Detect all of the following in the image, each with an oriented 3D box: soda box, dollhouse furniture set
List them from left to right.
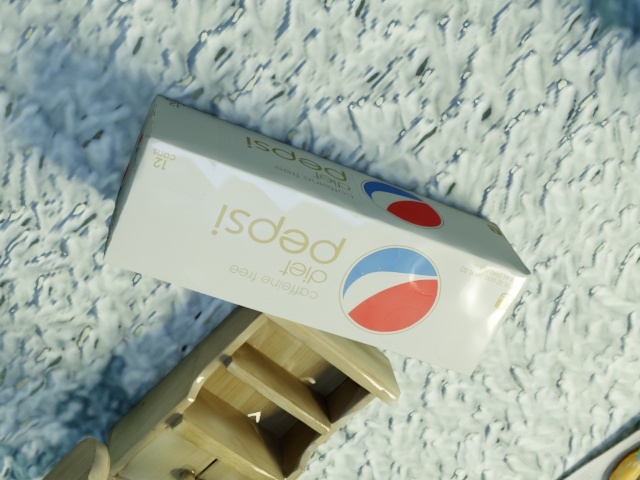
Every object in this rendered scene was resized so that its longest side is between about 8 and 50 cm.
[{"bbox_3d":[-0.034,0.153,0.409,0.212,0.242,0.161,39,106,-24],"label":"dollhouse furniture set"},{"bbox_3d":[0.000,0.000,0.431,0.216,0.069,0.074,19,114,-18],"label":"soda box"}]

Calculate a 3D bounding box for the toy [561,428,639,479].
[{"bbox_3d":[0.283,0.178,0.572,0.137,0.056,0.237,40,106,-23],"label":"toy"}]
